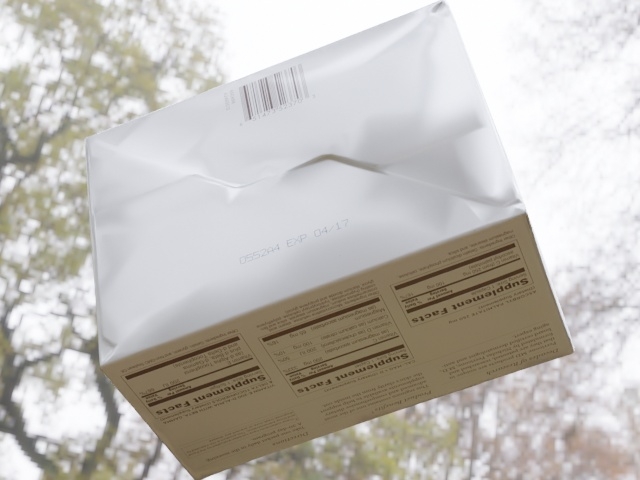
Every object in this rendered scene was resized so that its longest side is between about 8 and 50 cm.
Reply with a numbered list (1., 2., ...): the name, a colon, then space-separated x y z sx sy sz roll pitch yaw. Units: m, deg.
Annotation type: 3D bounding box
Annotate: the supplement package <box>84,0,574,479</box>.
1. supplement package: 0.000 0.000 0.886 0.262 0.204 0.145 -20 -43 8
